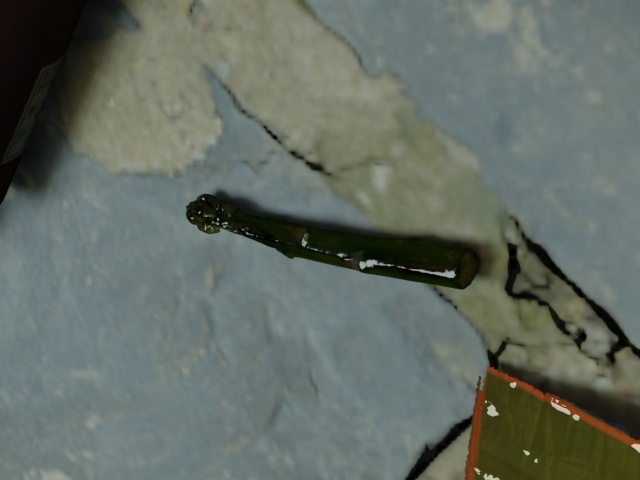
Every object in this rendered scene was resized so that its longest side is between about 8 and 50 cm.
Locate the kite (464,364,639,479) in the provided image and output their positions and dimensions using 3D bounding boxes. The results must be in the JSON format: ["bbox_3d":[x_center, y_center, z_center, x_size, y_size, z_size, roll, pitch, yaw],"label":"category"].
[{"bbox_3d":[0.131,0.216,0.447,0.327,0.013,0.378,-38,74,46],"label":"kite"}]

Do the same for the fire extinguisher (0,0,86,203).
[{"bbox_3d":[-0.152,-0.073,0.566,0.231,0.071,0.099,-57,41,37],"label":"fire extinguisher"}]

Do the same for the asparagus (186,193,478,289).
[{"bbox_3d":[0.000,0.000,0.498,0.127,0.015,0.018,11,103,35],"label":"asparagus"}]
